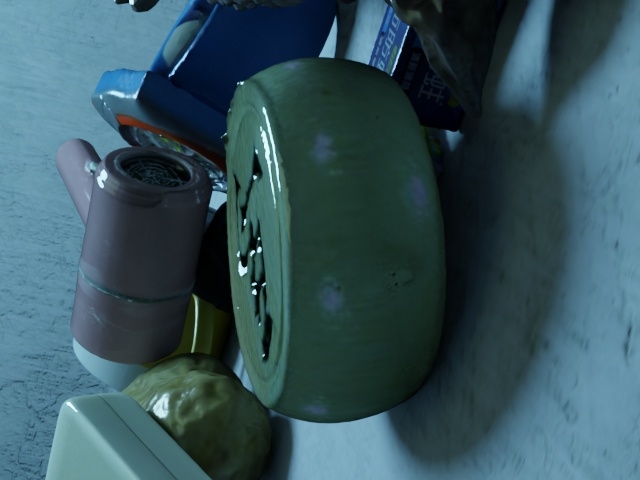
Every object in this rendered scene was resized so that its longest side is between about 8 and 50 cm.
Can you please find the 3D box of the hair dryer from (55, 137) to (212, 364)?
[{"bbox_3d":[-0.241,-0.045,1.320,0.352,0.125,0.210,50,134,47],"label":"hair dryer"}]

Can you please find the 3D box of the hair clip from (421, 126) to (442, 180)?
[{"bbox_3d":[0.065,-0.051,0.859,0.188,0.033,0.060,-95,21,-46],"label":"hair clip"}]

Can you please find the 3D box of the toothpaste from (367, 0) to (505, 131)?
[{"bbox_3d":[0.112,-0.237,0.791,0.076,0.066,0.320,-111,36,-64],"label":"toothpaste"}]

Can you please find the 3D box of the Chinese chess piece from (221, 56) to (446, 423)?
[{"bbox_3d":[0.000,0.000,0.798,0.250,0.101,0.250,175,90,-75],"label":"Chinese chess piece"}]

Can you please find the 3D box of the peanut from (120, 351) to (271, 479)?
[{"bbox_3d":[-0.137,0.190,1.197,0.291,0.143,0.159,152,125,-68],"label":"peanut"}]

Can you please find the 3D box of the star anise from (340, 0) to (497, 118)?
[{"bbox_3d":[0.054,-0.227,0.709,0.315,0.108,0.315,1,92,33],"label":"star anise"}]

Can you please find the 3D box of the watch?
[{"bbox_3d":[-0.114,-0.202,1.378,0.274,0.241,0.305,-62,21,-9],"label":"watch"}]

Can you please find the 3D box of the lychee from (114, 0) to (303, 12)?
[{"bbox_3d":[-0.065,-0.397,1.066,0.432,0.380,0.380,-57,15,2],"label":"lychee"}]

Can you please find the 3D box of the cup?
[{"bbox_3d":[-0.181,0.086,1.442,0.226,0.185,0.241,-66,33,19],"label":"cup"}]

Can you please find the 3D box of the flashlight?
[{"bbox_3d":[-0.043,-0.040,1.176,0.424,0.103,0.103,132,149,-59],"label":"flashlight"}]

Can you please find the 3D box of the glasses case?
[{"bbox_3d":[-0.139,0.259,1.003,0.313,0.070,0.131,34,116,45],"label":"glasses case"}]
